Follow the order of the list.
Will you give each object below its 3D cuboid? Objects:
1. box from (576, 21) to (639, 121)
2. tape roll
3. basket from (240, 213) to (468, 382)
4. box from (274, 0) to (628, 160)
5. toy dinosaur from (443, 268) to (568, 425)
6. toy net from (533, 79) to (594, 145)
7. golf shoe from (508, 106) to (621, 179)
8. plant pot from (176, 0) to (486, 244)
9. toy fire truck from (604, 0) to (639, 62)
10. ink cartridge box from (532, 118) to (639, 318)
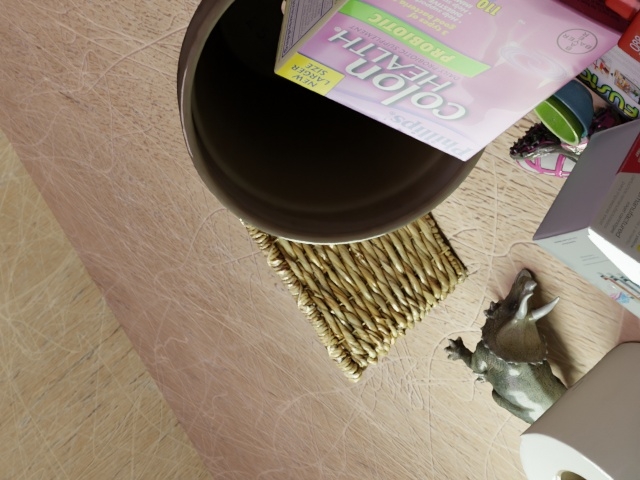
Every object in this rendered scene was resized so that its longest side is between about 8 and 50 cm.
[{"bbox_3d":[0.262,-0.188,1.653,0.207,0.036,0.114,42,160,20],"label":"box"},{"bbox_3d":[0.375,0.263,2.053,0.246,0.169,0.246,43,160,20],"label":"tape roll"},{"bbox_3d":[0.000,0.000,2.303,0.299,0.223,0.213,55,160,-20],"label":"basket"},{"bbox_3d":[0.114,-0.207,1.560,0.213,0.117,0.243,23,146,-23],"label":"box"},{"bbox_3d":[0.255,0.176,2.234,0.314,0.121,0.160,65,169,-28],"label":"toy dinosaur"},{"bbox_3d":[0.199,-0.156,1.768,0.122,0.045,0.232,46,174,-13],"label":"toy net"},{"bbox_3d":[0.259,-0.083,1.809,0.086,0.067,0.186,52,162,-16],"label":"golf shoe"},{"bbox_3d":[-0.001,-0.202,1.828,0.323,0.323,0.280,61,-176,-30],"label":"plant pot"},{"bbox_3d":[0.263,-0.259,1.393,0.246,0.158,0.217,36,160,5],"label":"toy fire truck"},{"bbox_3d":[0.320,-0.009,1.661,0.176,0.128,0.127,34,165,-13],"label":"ink cartridge box"}]
